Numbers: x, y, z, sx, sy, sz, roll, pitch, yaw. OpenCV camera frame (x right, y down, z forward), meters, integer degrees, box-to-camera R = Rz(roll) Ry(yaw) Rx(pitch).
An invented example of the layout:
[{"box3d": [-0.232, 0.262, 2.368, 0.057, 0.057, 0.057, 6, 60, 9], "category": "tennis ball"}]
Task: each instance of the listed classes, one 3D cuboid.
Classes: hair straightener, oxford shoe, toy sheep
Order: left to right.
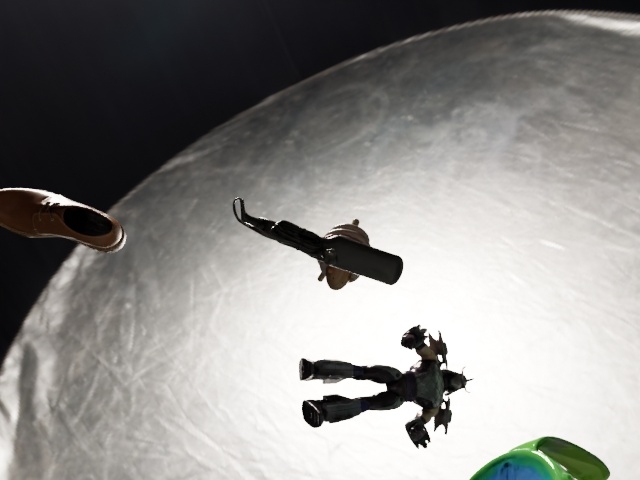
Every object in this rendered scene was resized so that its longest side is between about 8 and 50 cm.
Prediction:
[{"box3d": [-0.398, -0.041, 1.046, 0.212, 0.076, 0.076, 13, -17, -3], "category": "oxford shoe"}, {"box3d": [0.000, 0.000, 0.858, 0.047, 0.230, 0.089, -66, 14, -1], "category": "hair straightener"}, {"box3d": [0.036, 0.019, 1.064, 0.091, 0.091, 0.132, -15, 45, 34], "category": "toy sheep"}]

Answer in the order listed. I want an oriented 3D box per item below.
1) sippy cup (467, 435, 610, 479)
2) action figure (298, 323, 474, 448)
[{"box3d": [0.278, 0.401, 0.813, 0.305, 0.224, 0.240, -55, 9, -5], "category": "sippy cup"}, {"box3d": [0.112, 0.225, 1.071, 0.285, 0.185, 0.099, 0, -17, -20], "category": "action figure"}]
